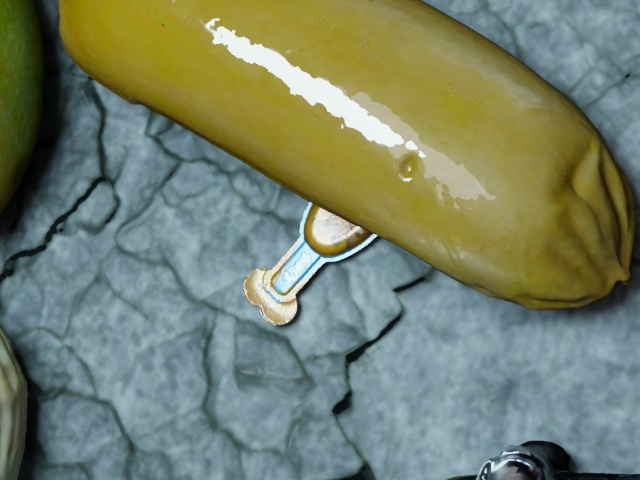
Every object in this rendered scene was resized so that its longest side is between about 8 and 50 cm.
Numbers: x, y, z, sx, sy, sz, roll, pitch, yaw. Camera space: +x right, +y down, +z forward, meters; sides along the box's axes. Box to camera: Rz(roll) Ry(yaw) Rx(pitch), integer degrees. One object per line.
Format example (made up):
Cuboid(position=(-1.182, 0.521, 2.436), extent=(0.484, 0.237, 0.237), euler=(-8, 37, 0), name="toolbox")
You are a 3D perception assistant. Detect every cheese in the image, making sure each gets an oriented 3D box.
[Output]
Cuboid(position=(0.000, 0.000, 1.020), extent=(0.047, 0.017, 0.111), euler=(43, 96, 20), name="cheese")

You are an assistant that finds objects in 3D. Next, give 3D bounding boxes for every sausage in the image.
Cuboid(position=(0.022, -0.079, 0.976), extent=(0.354, 0.116, 0.134), euler=(28, 55, 15), name="sausage")

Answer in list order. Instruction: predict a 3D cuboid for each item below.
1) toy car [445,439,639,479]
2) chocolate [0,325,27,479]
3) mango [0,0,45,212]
Cuboid(position=(0.190, 0.167, 0.895), extent=(0.257, 0.101, 0.124), euler=(0, 85, 15), name="toy car")
Cuboid(position=(-0.233, 0.159, 1.010), extent=(0.134, 0.134, 0.309), euler=(-5, 83, 16), name="chocolate")
Cuboid(position=(-0.241, -0.138, 1.058), extent=(0.146, 0.129, 0.289), euler=(-15, 69, 16), name="mango")
